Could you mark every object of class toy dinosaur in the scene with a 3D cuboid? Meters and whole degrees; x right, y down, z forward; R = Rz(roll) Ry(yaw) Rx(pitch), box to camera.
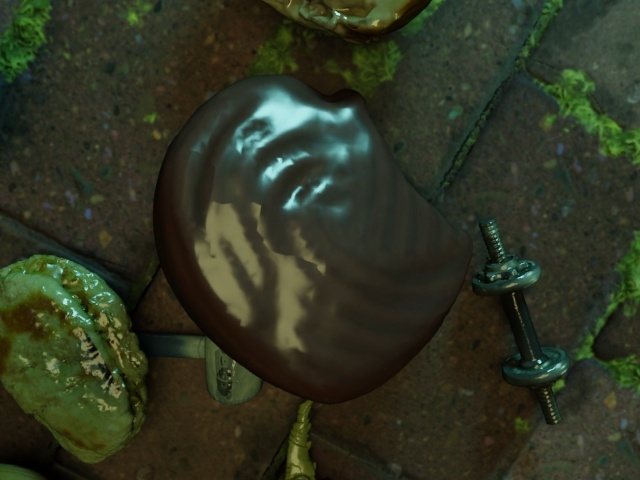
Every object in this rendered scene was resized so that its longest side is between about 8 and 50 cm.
[{"bbox_3d":[-0.025,0.314,0.837,0.153,0.094,0.259,22,89,-7],"label":"toy dinosaur"}]

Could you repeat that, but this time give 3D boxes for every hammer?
[{"bbox_3d":[-0.161,0.128,0.821,0.193,0.069,0.116,2,99,8],"label":"hammer"}]

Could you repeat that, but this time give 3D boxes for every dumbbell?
[{"bbox_3d":[0.230,0.095,0.802,0.081,0.081,0.254,-21,98,3],"label":"dumbbell"}]

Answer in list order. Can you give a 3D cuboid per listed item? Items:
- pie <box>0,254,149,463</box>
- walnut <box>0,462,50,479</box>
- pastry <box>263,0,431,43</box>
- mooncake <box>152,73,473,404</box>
[{"bbox_3d":[-0.292,0.134,0.787,0.201,0.090,0.248,-37,90,25],"label":"pie"},{"bbox_3d":[-0.369,0.368,0.798,0.193,0.193,0.226,-28,107,4],"label":"walnut"},{"bbox_3d":[0.052,-0.319,0.693,0.236,0.170,0.256,36,98,19],"label":"pastry"},{"bbox_3d":[0.000,0.000,0.721,0.333,0.174,0.326,-4,86,-14],"label":"mooncake"}]
